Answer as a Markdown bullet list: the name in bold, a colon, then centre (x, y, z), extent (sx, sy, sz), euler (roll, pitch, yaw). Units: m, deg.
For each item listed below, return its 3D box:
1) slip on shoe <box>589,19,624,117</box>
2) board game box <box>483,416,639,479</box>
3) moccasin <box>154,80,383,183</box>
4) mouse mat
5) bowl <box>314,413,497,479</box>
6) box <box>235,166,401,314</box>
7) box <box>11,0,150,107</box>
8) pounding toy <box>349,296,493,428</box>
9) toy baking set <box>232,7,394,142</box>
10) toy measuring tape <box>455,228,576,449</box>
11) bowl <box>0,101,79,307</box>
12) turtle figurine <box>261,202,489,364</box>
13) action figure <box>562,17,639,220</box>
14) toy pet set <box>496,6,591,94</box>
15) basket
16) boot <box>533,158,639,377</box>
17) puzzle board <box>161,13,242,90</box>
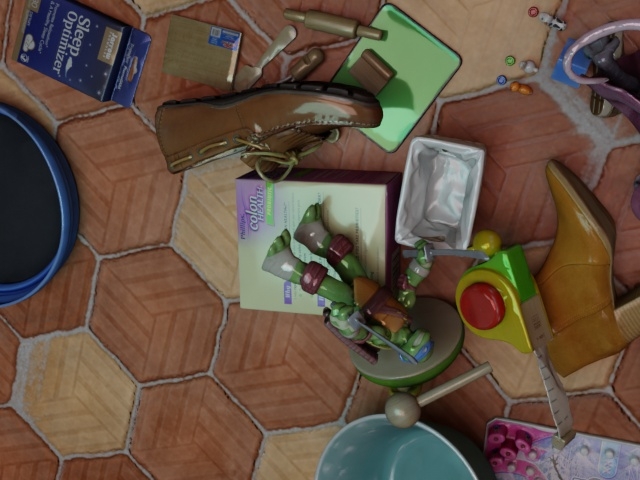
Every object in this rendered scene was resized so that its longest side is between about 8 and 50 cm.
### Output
- **slip on shoe**: centre (0.415, -0.242, 1.244), extent (0.041, 0.051, 0.135), euler (0, 100, -16)
- **board game box**: centre (0.442, 0.505, 1.425), extent (0.390, 0.050, 0.389), euler (8, 106, 16)
- **moccasin**: centre (-0.084, -0.160, 1.332), extent (0.380, 0.139, 0.146), euler (-5, 96, 22)
- **mouse mat**: centre (0.106, -0.248, 1.358), extent (0.153, 0.007, 0.189), euler (39, 113, 5)
- **bowl**: centre (0.159, 0.412, 1.397), extent (0.312, 0.163, 0.311), euler (3, 95, 34)
- **box**: centre (0.000, 0.000, 1.396), extent (0.243, 0.117, 0.213), euler (3, 105, 16)
- **box**: centre (-0.405, -0.326, 1.483), extent (0.225, 0.036, 0.136), euler (25, 110, 9)
- **pounding toy**: centre (0.155, 0.200, 1.363), extent (0.183, 0.237, 0.110), euler (-25, 122, -3)
- **toy baking set**: centre (-0.017, -0.263, 1.374), extent (0.256, 0.030, 0.196), euler (21, 109, 14)
- **toy measuring tape**: centre (0.275, 0.144, 1.285), extent (0.121, 0.121, 0.330), euler (-17, 93, 21)
- **bowl**: centre (-0.616, -0.071, 1.592), extent (0.391, 0.077, 0.391), euler (4, 105, 16)
- **turtle figurine**: centre (0.071, 0.044, 1.222), extent (0.266, 0.274, 0.197), euler (35, 77, 10)
- **action figure**: centre (0.498, -0.116, 1.117), extent (0.248, 0.276, 0.370), euler (-23, 82, 29)
- **toy pet set**: centre (0.323, -0.258, 1.255), extent (0.114, 0.065, 0.122), euler (25, 110, 10)
- **basket**: centre (0.186, -0.074, 1.326), extent (0.113, 0.103, 0.167), euler (12, 108, 14)
- **boot**: centre (0.352, 0.049, 1.310), extent (0.211, 0.104, 0.295), euler (-35, 86, 29)
- **puzzle board**: centre (-0.193, -0.306, 1.432), extent (0.128, 0.011, 0.096), euler (18, 107, 14)
